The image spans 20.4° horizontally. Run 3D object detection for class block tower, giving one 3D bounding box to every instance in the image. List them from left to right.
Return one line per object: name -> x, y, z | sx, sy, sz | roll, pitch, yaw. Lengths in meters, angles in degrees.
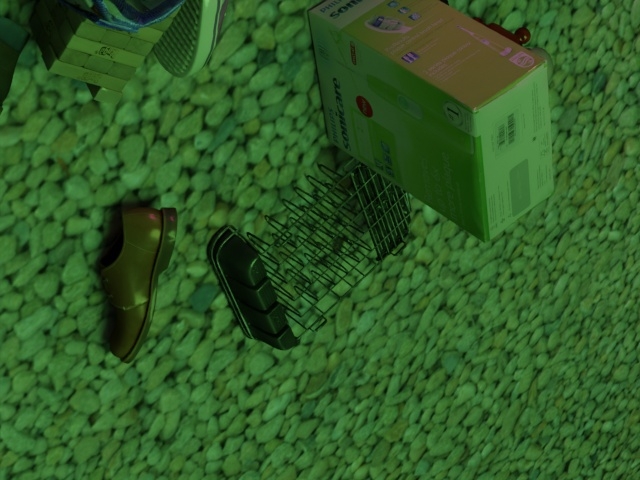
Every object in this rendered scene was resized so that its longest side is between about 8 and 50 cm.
block tower -> -0.166, -0.292, 1.735 | 0.097, 0.091, 0.335 | 13, 125, -38

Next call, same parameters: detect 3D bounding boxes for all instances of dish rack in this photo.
dish rack -> 0.000, 0.000, 2.244 | 0.271, 0.074, 0.208 | -42, 143, -18

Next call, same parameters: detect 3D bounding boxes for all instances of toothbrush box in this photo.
toothbrush box -> 0.130, -0.161, 2.078 | 0.122, 0.283, 0.206 | -34, 139, -23

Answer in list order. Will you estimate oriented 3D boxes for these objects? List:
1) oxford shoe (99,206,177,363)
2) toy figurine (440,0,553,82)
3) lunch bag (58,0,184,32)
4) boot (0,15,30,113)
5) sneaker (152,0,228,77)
oxford shoe -> -0.224, 0.048, 2.056 | 0.076, 0.076, 0.212 | 6, 120, -16
toy figurine -> 0.224, -0.300, 2.184 | 0.213, 0.148, 0.209 | 15, 107, -51
lunch bag -> -0.161, -0.385, 1.499 | 0.239, 0.328, 0.385 | 17, 100, -31
boot -> -0.362, -0.198, 1.702 | 0.106, 0.082, 0.219 | -63, 152, -8
sneaker -> -0.093, -0.311, 1.875 | 0.161, 0.102, 0.282 | -18, 131, -42
